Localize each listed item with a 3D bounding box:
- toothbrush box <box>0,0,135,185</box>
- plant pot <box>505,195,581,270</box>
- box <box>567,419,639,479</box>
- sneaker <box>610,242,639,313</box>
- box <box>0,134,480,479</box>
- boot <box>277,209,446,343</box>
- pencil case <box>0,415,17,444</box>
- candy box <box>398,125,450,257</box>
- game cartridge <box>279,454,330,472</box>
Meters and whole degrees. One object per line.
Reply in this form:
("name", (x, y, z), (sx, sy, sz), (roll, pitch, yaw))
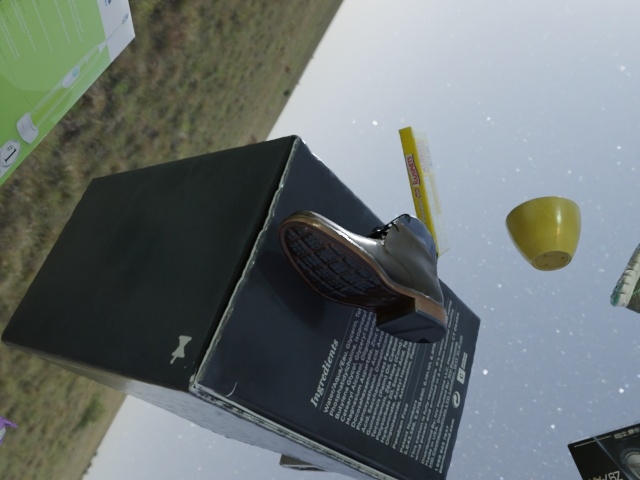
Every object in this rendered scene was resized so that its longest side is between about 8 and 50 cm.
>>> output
("toothbrush box", (-0.336, -0.233, 0.595), (0.206, 0.122, 0.283), (104, 11, -60))
("plant pot", (0.412, -0.002, 1.022), (0.134, 0.134, 0.095), (-49, -150, 48))
("box", (0.276, 0.202, 0.501), (0.083, 0.067, 0.018), (-28, 159, 24))
("sneaker", (0.526, 0.053, 0.889), (0.167, 0.076, 0.065), (-53, 159, -18))
("box", (-0.101, 0.131, 0.827), (0.479, 0.471, 0.298), (-2, -120, 42))
("boot", (0.048, 0.011, 0.558), (0.082, 0.219, 0.106), (-23, -138, 38))
("pencil case", (-0.327, 0.104, 0.424), (0.086, 0.206, 0.088), (0, -146, 26))
("candy box", (0.169, -0.077, 0.903), (0.027, 0.206, 0.105), (-11, -178, 25))
("game cartridge", (-0.001, 0.343, 1.092), (0.297, 0.062, 0.198), (-45, -157, 62))
